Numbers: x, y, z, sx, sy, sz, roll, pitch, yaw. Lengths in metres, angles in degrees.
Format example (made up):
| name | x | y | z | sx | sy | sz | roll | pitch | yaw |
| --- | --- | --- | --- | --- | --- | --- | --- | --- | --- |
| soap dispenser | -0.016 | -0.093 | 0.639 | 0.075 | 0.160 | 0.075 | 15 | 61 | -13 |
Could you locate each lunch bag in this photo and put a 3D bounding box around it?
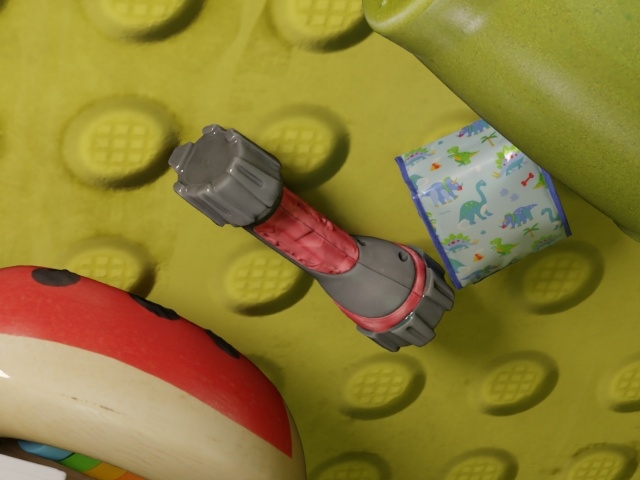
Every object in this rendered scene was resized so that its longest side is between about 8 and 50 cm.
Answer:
| name | x | y | z | sx | sy | sz | roll | pitch | yaw |
| --- | --- | --- | --- | --- | --- | --- | --- | --- | --- |
| lunch bag | 0.159 | -0.034 | 1.422 | 0.128 | 0.096 | 0.151 | -25 | 124 | 6 |

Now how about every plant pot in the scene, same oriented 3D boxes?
| name | x | y | z | sx | sy | sz | roll | pitch | yaw |
| --- | --- | --- | --- | --- | --- | --- | --- | --- | --- |
| plant pot | 0.236 | -0.195 | 1.154 | 0.353 | 0.366 | 0.366 | 24 | 122 | -20 |

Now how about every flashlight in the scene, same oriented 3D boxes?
| name | x | y | z | sx | sy | sz | roll | pitch | yaw |
| --- | --- | --- | --- | --- | --- | --- | --- | --- | --- |
| flashlight | 0.000 | 0.000 | 1.399 | 0.103 | 0.103 | 0.304 | -36 | 133 | 20 |

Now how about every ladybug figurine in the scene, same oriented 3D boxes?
| name | x | y | z | sx | sy | sz | roll | pitch | yaw |
| --- | --- | --- | --- | --- | --- | --- | --- | --- | --- |
| ladybug figurine | -0.190 | 0.149 | 1.395 | 0.305 | 0.162 | 0.449 | -7 | 150 | 45 |

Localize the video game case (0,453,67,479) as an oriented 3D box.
| name | x | y | z | sx | sy | sz | roll | pitch | yaw |
| --- | --- | --- | --- | --- | --- | --- | --- | --- | --- |
| video game case | -0.380 | 0.217 | 1.414 | 0.204 | 0.025 | 0.285 | 20 | 158 | -23 |
